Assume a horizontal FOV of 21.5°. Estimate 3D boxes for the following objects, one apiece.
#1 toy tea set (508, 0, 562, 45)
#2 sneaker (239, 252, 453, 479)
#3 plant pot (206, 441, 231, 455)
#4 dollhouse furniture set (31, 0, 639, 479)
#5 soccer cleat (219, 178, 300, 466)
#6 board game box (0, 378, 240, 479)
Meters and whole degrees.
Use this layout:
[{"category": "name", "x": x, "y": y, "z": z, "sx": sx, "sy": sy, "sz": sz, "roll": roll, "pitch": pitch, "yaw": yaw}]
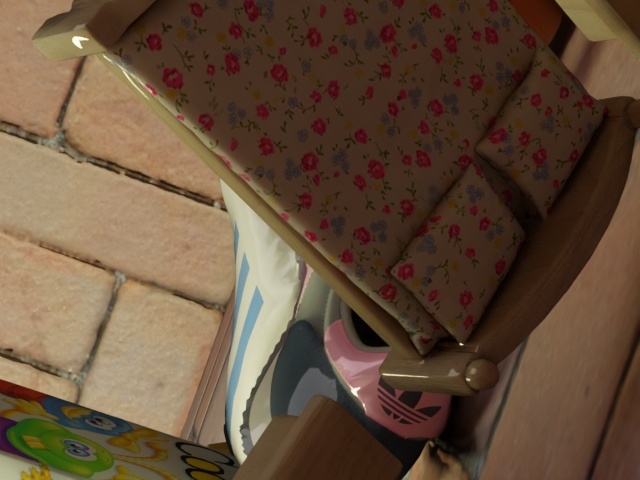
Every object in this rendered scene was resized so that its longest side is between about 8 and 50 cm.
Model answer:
[{"category": "toy tea set", "x": 0.107, "y": -0.178, "z": 1.073, "sx": 0.200, "sy": 0.124, "sz": 0.336, "roll": -25, "pitch": 33, "yaw": 38}, {"category": "sneaker", "x": 0.049, "y": 0.009, "z": 0.956, "sx": 0.131, "sy": 0.112, "sz": 0.319, "roll": -43, "pitch": 25, "yaw": 38}, {"category": "plant pot", "x": -0.055, "y": 0.190, "z": 1.267, "sx": 0.081, "sy": 0.083, "sz": 0.081, "roll": 170, "pitch": 119, "yaw": -84}, {"category": "dollhouse furniture set", "x": 0.032, "y": -0.115, "z": 0.537, "sx": 0.174, "sy": 0.303, "sz": 0.355, "roll": -1, "pitch": 51, "yaw": 55}, {"category": "soccer cleat", "x": 0.000, "y": 0.000, "z": 1.092, "sx": 0.143, "sy": 0.116, "sz": 0.331, "roll": 162, "pitch": 108, "yaw": -64}, {"category": "board game box", "x": -0.149, "y": 0.207, "z": 1.145, "sx": 0.142, "sy": 0.275, "sz": 0.144, "roll": -100, "pitch": 30, "yaw": -78}]
